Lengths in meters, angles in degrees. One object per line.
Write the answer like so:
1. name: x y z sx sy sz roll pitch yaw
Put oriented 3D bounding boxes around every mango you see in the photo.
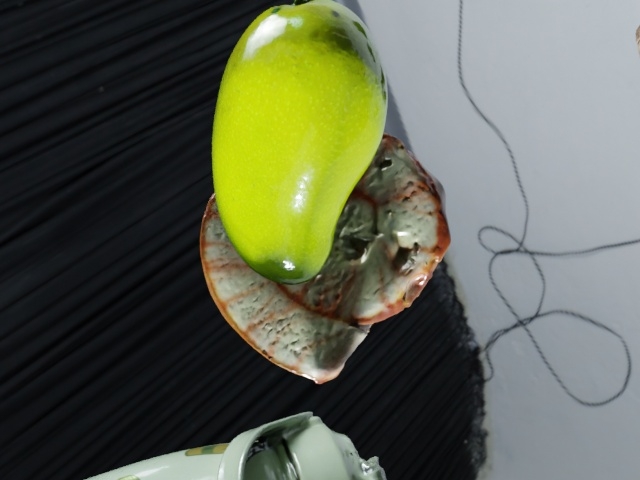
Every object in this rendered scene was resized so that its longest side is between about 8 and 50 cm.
1. mango: -0.028 -0.097 0.749 0.175 0.143 0.293 20 112 20

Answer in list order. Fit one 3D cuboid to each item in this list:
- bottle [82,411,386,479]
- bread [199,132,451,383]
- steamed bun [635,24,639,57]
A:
1. bottle: -0.083 0.312 0.780 0.229 0.351 0.229 165 90 -79
2. bread: 0.000 -0.004 0.981 0.295 0.327 0.114 45 -177 3
3. steamed bun: 0.851 -0.424 1.609 0.251 0.199 0.302 83 173 -73
